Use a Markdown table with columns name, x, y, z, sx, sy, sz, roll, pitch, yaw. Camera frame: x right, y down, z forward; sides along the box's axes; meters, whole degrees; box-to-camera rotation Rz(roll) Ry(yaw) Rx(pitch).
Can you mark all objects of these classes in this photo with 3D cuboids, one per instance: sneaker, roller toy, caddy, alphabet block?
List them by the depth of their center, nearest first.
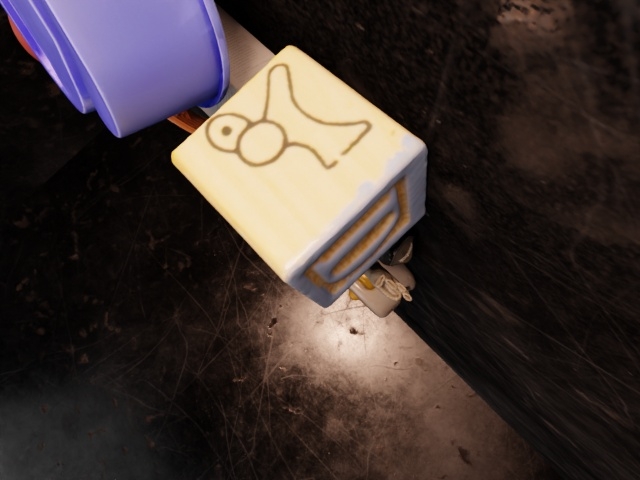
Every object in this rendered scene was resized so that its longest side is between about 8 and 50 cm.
| name | x | y | z | sx | sy | sz | roll | pitch | yaw |
| --- | --- | --- | --- | --- | --- | --- | --- | --- | --- |
| caddy | -0.213 | -0.273 | 0.409 | 0.241 | 0.179 | 0.341 | 31 | 151 | 36 |
| alphabet block | -0.012 | -0.062 | 0.494 | 0.197 | 0.192 | 0.193 | 45 | 175 | 22 |
| sneaker | 0.109 | -0.008 | 0.680 | 0.106 | 0.078 | 0.234 | 42 | 180 | 10 |
| roller toy | 0.129 | 0.096 | 1.059 | 0.191 | 0.146 | 0.209 | 46 | 176 | -23 |

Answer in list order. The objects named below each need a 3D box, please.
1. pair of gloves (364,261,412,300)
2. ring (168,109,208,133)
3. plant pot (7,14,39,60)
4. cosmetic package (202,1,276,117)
| name | x | y | z | sx | sy | sz | roll | pitch | yaw |
| --- | --- | --- | --- | --- | --- | --- | --- | --- | --- |
| pair of gloves | 0.055 | 0.018 | 0.755 | 0.240 | 0.042 | 0.204 | 42 | -177 | -25 |
| ring | -0.220 | -0.282 | 0.741 | 0.337 | 0.032 | 0.336 | 34 | -154 | -20 |
| plant pot | -0.469 | -0.461 | 0.902 | 0.243 | 0.274 | 0.275 | 33 | 172 | 23 |
| cosmetic package | -0.132 | -0.231 | 0.582 | 0.231 | 0.086 | 0.117 | 46 | 156 | 11 |
